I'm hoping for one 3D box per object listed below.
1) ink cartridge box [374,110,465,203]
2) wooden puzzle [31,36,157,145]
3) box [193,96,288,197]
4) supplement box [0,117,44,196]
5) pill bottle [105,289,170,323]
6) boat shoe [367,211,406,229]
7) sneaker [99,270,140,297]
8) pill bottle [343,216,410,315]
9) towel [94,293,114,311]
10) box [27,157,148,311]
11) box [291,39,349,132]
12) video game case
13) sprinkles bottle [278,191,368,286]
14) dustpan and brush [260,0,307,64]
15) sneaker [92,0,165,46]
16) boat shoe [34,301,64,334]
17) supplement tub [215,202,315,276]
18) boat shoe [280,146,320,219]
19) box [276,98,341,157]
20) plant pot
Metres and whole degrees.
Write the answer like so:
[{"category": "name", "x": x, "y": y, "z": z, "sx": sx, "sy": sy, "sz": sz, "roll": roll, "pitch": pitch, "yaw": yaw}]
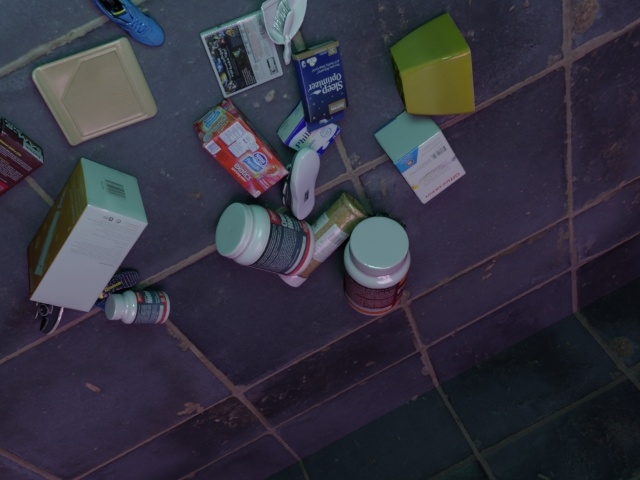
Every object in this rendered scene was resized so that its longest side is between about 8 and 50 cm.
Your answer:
[{"category": "ink cartridge box", "x": 0.314, "y": -0.271, "z": 1.986, "sx": 0.171, "sy": 0.168, "sz": 0.233, "roll": -36, "pitch": 137, "yaw": 8}, {"category": "wooden puzzle", "x": -0.548, "y": -0.366, "z": 1.547, "sx": 0.238, "sy": 0.044, "sz": 0.221, "roll": -25, "pitch": 137, "yaw": -11}, {"category": "box", "x": -0.219, "y": -0.256, "z": 1.757, "sx": 0.128, "sy": 0.123, "sz": 0.257, "roll": -36, "pitch": 137, "yaw": 8}, {"category": "supplement box", "x": -0.823, "y": -0.178, "z": 1.554, "sx": 0.239, "sy": 0.073, "sz": 0.130, "roll": -34, "pitch": 138, "yaw": 7}, {"category": "pill bottle", "x": -0.585, "y": 0.213, "z": 2.007, "sx": 0.180, "sy": 0.108, "sz": 0.108, "roll": 6, "pitch": 128, "yaw": -42}, {"category": "boat shoe", "x": 0.217, "y": -0.066, "z": 2.204, "sx": 0.223, "sy": 0.080, "sz": 0.073, "roll": 24, "pitch": 107, "yaw": -42}, {"category": "sneaker", "x": -0.638, "y": 0.130, "z": 1.963, "sx": 0.144, "sy": 0.059, "sz": 0.053, "roll": -22, "pitch": 106, "yaw": -27}, {"category": "pill bottle", "x": 0.190, "y": 0.091, "z": 2.151, "sx": 0.224, "sy": 0.224, "sz": 0.392, "roll": -21, "pitch": 155, "yaw": -9}, {"category": "towel", "x": -0.670, "y": 0.212, "z": 2.035, "sx": 0.067, "sy": 0.029, "sz": 0.119, "roll": -35, "pitch": 137, "yaw": 6}, {"category": "box", "x": -0.640, "y": -0.010, "z": 1.706, "sx": 0.168, "sy": 0.215, "sz": 0.345, "roll": 20, "pitch": 118, "yaw": -39}, {"category": "box", "x": 0.006, "y": -0.418, "z": 1.722, "sx": 0.136, "sy": 0.036, "sz": 0.225, "roll": -28, "pitch": 125, "yaw": -24}, {"category": "video game case", "x": -0.200, "y": -0.481, "z": 1.629, "sx": 0.173, "sy": 0.022, "sz": 0.190, "roll": -24, "pitch": 138, "yaw": -6}, {"category": "sprinkles bottle", "x": 0.000, "y": 0.000, "z": 2.115, "sx": 0.355, "sy": 0.121, "sz": 0.121, "roll": -45, "pitch": 135, "yaw": 16}, {"category": "dustpan and brush", "x": -0.089, "y": -0.534, "z": 1.596, "sx": 0.147, "sy": 0.060, "sz": 0.211, "roll": -41, "pitch": 168, "yaw": -24}, {"category": "sneaker", "x": -0.439, "y": -0.507, "z": 1.439, "sx": 0.069, "sy": 0.082, "sz": 0.209, "roll": -42, "pitch": 137, "yaw": 11}, {"category": "boat shoe", "x": -0.806, "y": 0.181, "z": 1.886, "sx": 0.079, "sy": 0.095, "sz": 0.255, "roll": 12, "pitch": 126, "yaw": -36}, {"category": "supplement tub", "x": -0.171, "y": -0.002, "z": 1.973, "sx": 0.272, "sy": 0.191, "sz": 0.191, "roll": 18, "pitch": 120, "yaw": -39}, {"category": "boat shoe", "x": -0.073, "y": -0.184, "z": 1.891, "sx": 0.108, "sy": 0.102, "sz": 0.301, "roll": -44, "pitch": 160, "yaw": -23}, {"category": "box", "x": -0.033, "y": -0.320, "z": 1.831, "sx": 0.137, "sy": 0.072, "sz": 0.126, "roll": 22, "pitch": 117, "yaw": -39}, {"category": "plant pot", "x": 0.309, "y": -0.477, "z": 1.778, "sx": 0.187, "sy": 0.212, "sz": 0.212, "roll": -16, "pitch": 137, "yaw": 5}]
